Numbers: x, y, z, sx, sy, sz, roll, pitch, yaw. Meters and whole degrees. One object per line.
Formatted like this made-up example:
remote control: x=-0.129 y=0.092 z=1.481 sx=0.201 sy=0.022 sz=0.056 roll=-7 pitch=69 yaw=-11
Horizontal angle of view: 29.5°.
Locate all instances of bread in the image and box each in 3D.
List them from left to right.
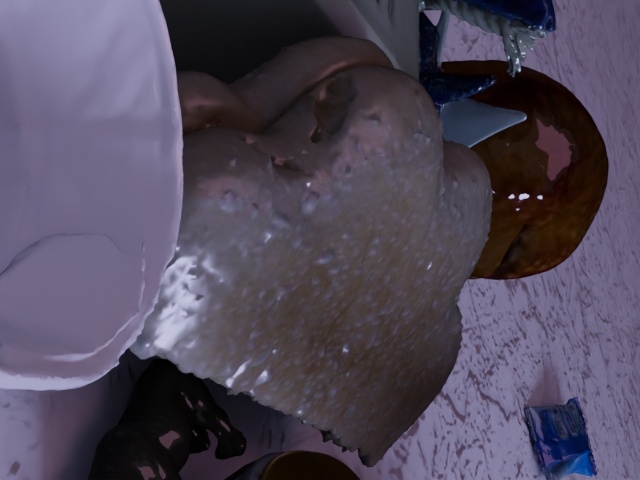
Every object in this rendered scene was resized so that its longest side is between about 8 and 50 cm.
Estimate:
bread: x=0.002 y=0.005 z=0.617 sx=0.102 sy=0.183 sz=0.337 roll=41 pitch=1 yaw=31

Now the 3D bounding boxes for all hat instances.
hat: x=-0.143 y=-0.043 z=0.391 sx=0.203 sy=0.126 sz=0.203 roll=-11 pitch=90 yaw=-66

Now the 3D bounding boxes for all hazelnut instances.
hazelnut: x=0.124 y=-0.063 z=0.957 sx=0.204 sy=0.178 sz=0.178 roll=15 pitch=63 yaw=-30

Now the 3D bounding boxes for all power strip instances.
power strip: x=-0.025 y=-0.138 z=0.678 sx=0.224 sy=0.139 sz=0.140 roll=43 pitch=42 yaw=-53

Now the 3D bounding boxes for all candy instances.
candy: x=0.254 y=0.212 z=1.273 sx=0.136 sy=0.038 sz=0.088 roll=2 pitch=75 yaw=-56

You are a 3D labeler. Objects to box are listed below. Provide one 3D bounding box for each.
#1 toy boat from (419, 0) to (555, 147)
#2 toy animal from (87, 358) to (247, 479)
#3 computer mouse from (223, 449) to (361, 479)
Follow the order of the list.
toy boat: x=0.068 y=-0.096 z=0.795 sx=0.070 sy=0.210 sz=0.291 roll=-2 pitch=82 yaw=-43
toy animal: x=-0.081 y=0.112 z=0.566 sx=0.065 sy=0.047 sz=0.135 roll=61 pitch=31 yaw=-26
computer mouse: x=-0.010 y=0.257 z=0.575 sx=0.158 sy=0.072 sz=0.310 roll=25 pitch=68 yaw=-62
